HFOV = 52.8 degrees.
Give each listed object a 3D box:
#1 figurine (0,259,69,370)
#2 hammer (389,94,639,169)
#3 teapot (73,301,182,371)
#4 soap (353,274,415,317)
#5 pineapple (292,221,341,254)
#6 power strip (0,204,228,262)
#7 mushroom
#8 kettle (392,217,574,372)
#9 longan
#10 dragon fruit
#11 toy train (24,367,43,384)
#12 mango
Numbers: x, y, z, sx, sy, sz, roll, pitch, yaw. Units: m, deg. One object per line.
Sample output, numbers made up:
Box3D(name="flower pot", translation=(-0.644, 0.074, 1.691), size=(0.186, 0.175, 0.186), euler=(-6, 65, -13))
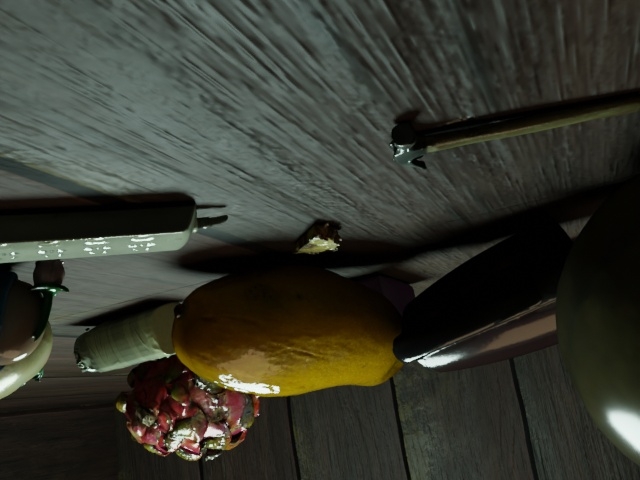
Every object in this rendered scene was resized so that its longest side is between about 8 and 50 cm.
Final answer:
Box3D(name="figurine", translation=(-0.314, 0.066, 0.604), size=(0.144, 0.114, 0.178), euler=(-9, 157, -6))
Box3D(name="hammer", translation=(0.140, -0.081, 0.470), size=(0.181, 0.017, 0.062), euler=(-10, 166, 2))
Box3D(name="teapot", translation=(-0.283, 0.148, 0.994), size=(0.200, 0.077, 0.107), euler=(-18, -177, 32))
Box3D(name="soap", translation=(0.021, 0.129, 1.077), size=(0.259, 0.081, 0.181), euler=(-17, 164, 24))
Box3D(name="pineapple", translation=(0.000, 0.000, 0.695), size=(0.045, 0.019, 0.083), euler=(2, 164, -15))
Box3D(name="power strip", translation=(-0.201, -0.005, 0.530), size=(0.252, 0.027, 0.060), euler=(-4, 165, -18))
Box3D(name="mushroom", translation=(-0.394, 0.132, 0.769), size=(0.148, 0.112, 0.148), euler=(-32, 173, -5))
Box3D(name="kettle", translation=(0.210, 0.092, 0.802), size=(0.232, 0.144, 0.202), euler=(-32, 174, 29))
Box3D(name="longan", translation=(0.394, 0.057, 0.560), size=(0.360, 0.361, 0.361), euler=(-8, 166, -2))
Box3D(name="dragon fruit", translation=(-0.293, 0.343, 1.410), size=(0.290, 0.251, 0.269), euler=(-7, -175, -30))
Box3D(name="toy train", translation=(-0.493, 0.195, 1.022), size=(0.122, 0.081, 0.050), euler=(-13, 174, 18))
Box3D(name="mango", translation=(-0.021, 0.117, 0.831), size=(0.359, 0.144, 0.187), euler=(6, 128, -32))
